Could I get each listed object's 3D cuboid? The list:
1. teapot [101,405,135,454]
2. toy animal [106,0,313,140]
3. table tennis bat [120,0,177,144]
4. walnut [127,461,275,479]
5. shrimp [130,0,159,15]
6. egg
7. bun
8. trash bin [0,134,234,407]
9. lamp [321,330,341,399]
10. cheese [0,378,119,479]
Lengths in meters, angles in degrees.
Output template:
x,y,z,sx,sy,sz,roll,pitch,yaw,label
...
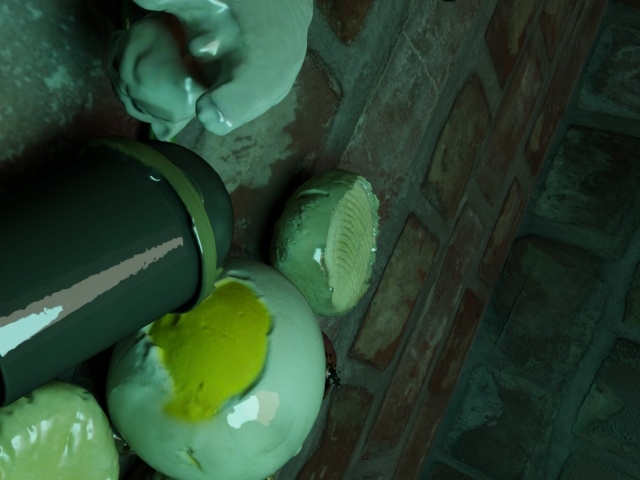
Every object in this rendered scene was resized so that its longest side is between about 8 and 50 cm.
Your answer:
x,y,z,sx,sy,sz,roll,pitch,yaw,label
-0.290,0.282,0.972,0.110,0.085,0.080,-49,151,3,teapot
-0.132,-0.263,0.711,0.266,0.188,0.307,-40,102,-34,toy animal
-0.183,-0.223,0.871,0.160,0.039,0.257,-10,114,-54,table tennis bat
-0.185,0.446,1.077,0.277,0.252,0.312,42,61,-61,walnut
-0.179,-0.314,0.776,0.254,0.059,0.145,1,110,-52,shrimp
-0.129,0.164,0.956,0.345,0.283,0.283,-73,167,-59,egg
0.000,0.000,1.224,0.259,0.152,0.259,7,90,-66,bun
-0.232,0.007,0.750,0.334,0.214,0.214,-32,135,-42,trash bin
-0.036,0.251,1.339,0.182,0.140,0.182,-34,133,-47,lamp
-0.348,0.276,0.828,0.214,0.117,0.225,-30,128,-46,cheese
